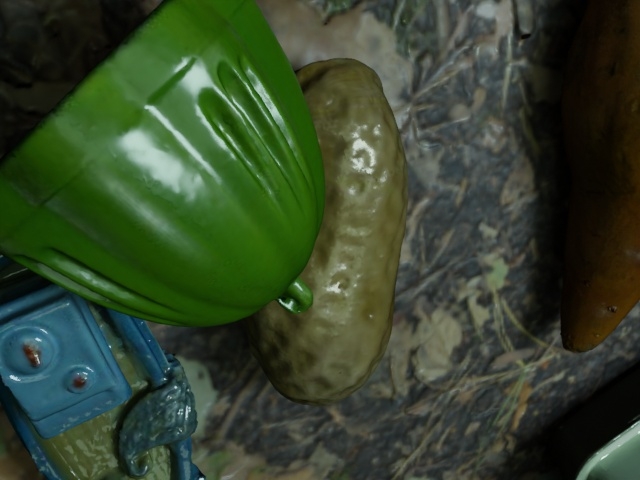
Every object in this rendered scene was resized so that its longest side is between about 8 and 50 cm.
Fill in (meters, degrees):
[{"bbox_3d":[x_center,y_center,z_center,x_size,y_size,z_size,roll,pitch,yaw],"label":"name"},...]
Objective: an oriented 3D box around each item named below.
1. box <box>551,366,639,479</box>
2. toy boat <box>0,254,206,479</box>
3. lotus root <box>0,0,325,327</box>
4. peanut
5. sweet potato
[{"bbox_3d":[0.349,0.193,0.709,0.290,0.166,0.220,-31,119,-8],"label":"box"},{"bbox_3d":[-0.135,0.102,0.516,0.109,0.098,0.238,-24,118,-9],"label":"toy boat"},{"bbox_3d":[-0.064,-0.020,0.434,0.186,0.186,0.186,-8,113,-19],"label":"lotus root"},{"bbox_3d":[0.000,0.000,0.530,0.108,0.095,0.226,-1,110,-26],"label":"peanut"},{"bbox_3d":[0.223,-0.084,0.584,0.112,0.112,0.359,-13,112,-17],"label":"sweet potato"}]
